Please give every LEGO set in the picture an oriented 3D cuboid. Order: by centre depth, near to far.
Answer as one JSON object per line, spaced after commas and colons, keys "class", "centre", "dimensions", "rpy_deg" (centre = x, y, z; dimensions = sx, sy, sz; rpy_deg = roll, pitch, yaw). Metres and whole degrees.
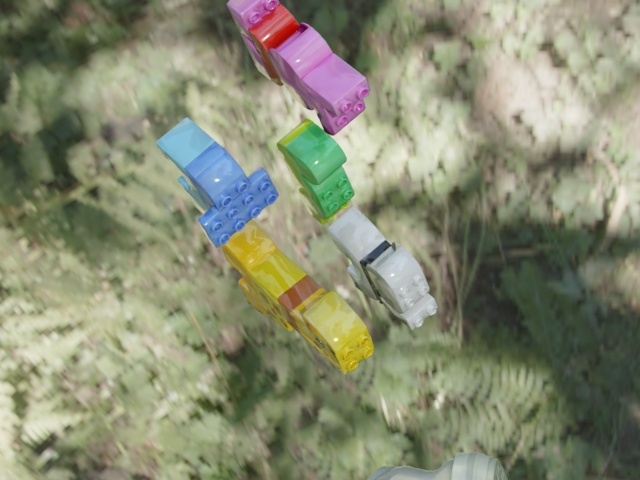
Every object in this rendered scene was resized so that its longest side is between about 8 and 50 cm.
{"class": "LEGO set", "centre": [0.000, 0.000, 0.821], "dimensions": [0.087, 0.227, 0.093], "rpy_deg": [-41, 53, -11]}

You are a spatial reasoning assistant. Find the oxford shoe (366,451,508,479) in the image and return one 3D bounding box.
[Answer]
{"class": "oxford shoe", "centre": [0.105, 0.288, 1.431], "dimensions": [0.130, 0.449, 0.169], "rpy_deg": [-7, 62, 9]}
